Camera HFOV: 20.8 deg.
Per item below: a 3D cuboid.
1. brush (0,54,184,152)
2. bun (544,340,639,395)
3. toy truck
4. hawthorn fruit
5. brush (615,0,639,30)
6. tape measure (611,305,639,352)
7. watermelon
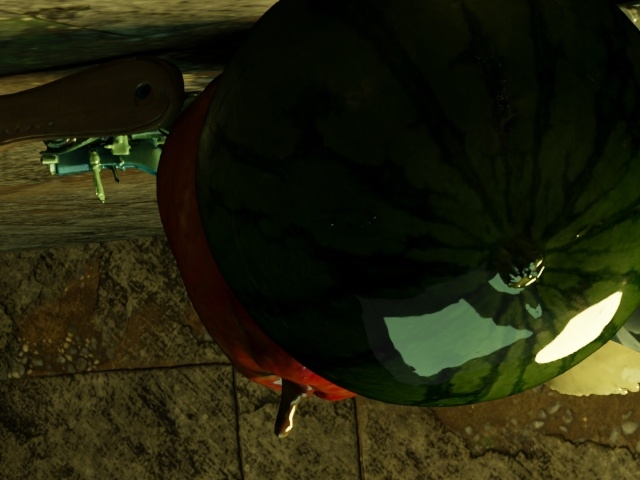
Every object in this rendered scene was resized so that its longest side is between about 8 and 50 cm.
[{"bbox_3d":[-0.245,-0.082,1.195,0.327,0.070,0.065,-8,166,25],"label":"brush"},{"bbox_3d":[0.315,-0.020,1.696,0.364,0.202,0.364,-24,-162,8],"label":"bun"},{"bbox_3d":[-0.147,-0.072,1.388,0.154,0.078,0.080,-5,179,-3],"label":"toy truck"},{"bbox_3d":[0.000,0.000,1.161,0.224,0.261,0.224,2,166,0],"label":"hawthorn fruit"},{"bbox_3d":[0.238,-0.147,1.053,0.085,0.020,0.336,-4,177,-19],"label":"brush"},{"bbox_3d":[0.295,-0.018,1.203,0.256,0.275,0.147,24,-175,5],"label":"tape measure"},{"bbox_3d":[0.059,-0.033,0.868,0.242,0.242,0.242,-5,177,0],"label":"watermelon"}]
